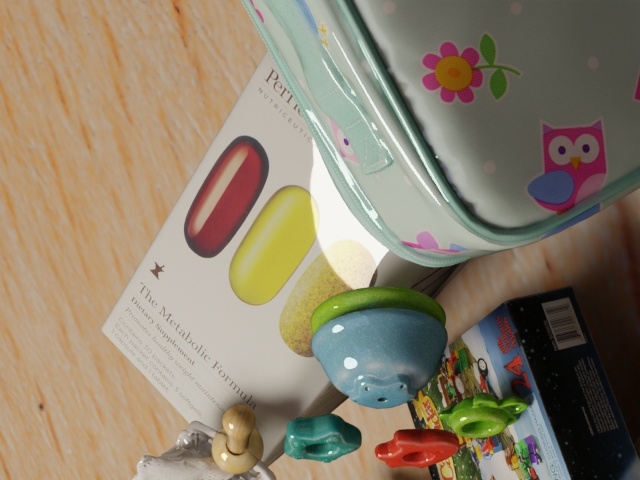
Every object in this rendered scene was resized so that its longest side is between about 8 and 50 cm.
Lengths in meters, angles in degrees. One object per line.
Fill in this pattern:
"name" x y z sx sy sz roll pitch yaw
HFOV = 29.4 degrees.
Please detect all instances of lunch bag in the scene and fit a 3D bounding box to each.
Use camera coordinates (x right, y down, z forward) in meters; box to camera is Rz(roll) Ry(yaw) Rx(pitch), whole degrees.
"lunch bag" 0.063 -0.141 0.545 0.279 0.224 0.108 61 163 -2

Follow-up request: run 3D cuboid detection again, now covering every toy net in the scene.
"toy net" -0.010 0.099 0.660 0.232 0.122 0.045 -29 50 36

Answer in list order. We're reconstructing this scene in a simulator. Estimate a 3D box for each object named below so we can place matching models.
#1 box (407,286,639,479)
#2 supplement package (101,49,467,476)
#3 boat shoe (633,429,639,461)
"box" 0.124 0.161 0.666 0.159 0.044 0.233 128 128 -62
"supplement package" 0.000 0.000 0.715 0.139 0.134 0.244 44 129 11
"boat shoe" 0.220 0.088 0.622 0.092 0.103 0.285 24 129 14
